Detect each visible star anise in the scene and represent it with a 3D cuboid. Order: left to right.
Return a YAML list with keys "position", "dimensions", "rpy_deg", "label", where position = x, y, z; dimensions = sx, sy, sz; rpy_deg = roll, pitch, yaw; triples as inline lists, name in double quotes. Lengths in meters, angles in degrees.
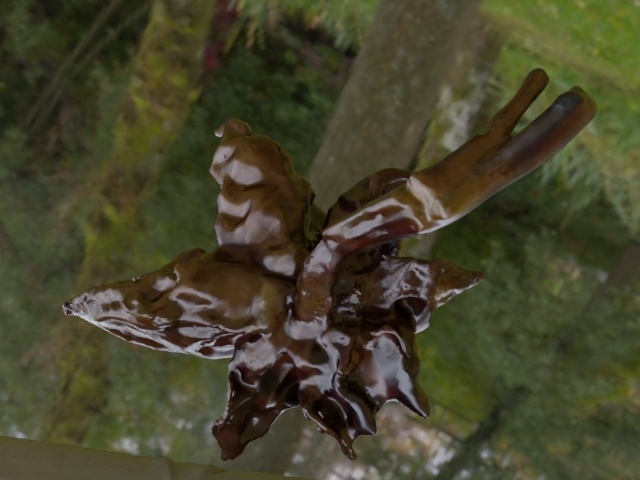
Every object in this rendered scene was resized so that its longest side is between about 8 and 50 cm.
- position: [0.009, 0.002, 0.808]
  dimensions: [0.148, 0.346, 0.237]
  rpy_deg: [22, -130, -50]
  label: "star anise"

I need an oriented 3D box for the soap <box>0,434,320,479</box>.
- position: [-0.136, 0.313, 0.870]
  dimensions: [0.435, 0.213, 0.350]
  rpy_deg: [1, -148, 23]
  label: "soap"
